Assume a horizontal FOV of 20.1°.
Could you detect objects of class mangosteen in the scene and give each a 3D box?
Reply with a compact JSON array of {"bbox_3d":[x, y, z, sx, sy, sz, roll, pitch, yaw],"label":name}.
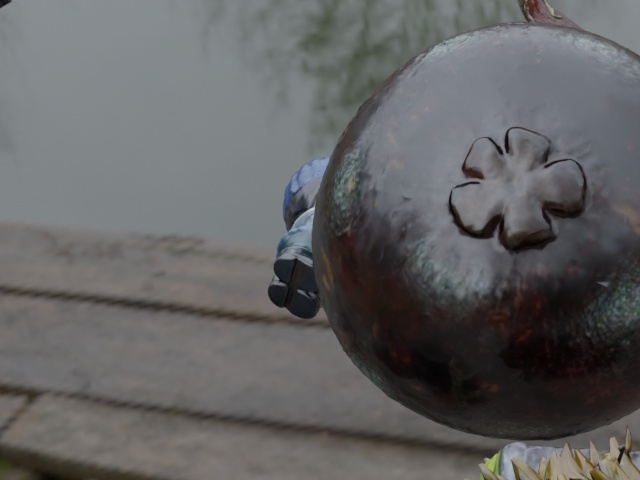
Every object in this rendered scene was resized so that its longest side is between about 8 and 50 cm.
[{"bbox_3d":[0.135,-0.001,1.176,0.288,0.288,0.288,-9,26,5],"label":"mangosteen"}]

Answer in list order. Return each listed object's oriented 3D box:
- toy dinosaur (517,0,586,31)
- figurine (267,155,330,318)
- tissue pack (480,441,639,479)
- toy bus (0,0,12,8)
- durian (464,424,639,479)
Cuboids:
[{"bbox_3d":[0.225,-0.288,1.643,0.113,0.327,0.206,-9,27,1],"label":"toy dinosaur"},{"bbox_3d":[0.000,0.000,1.329,0.087,0.086,0.149,17,35,13],"label":"figurine"},{"bbox_3d":[0.172,0.236,0.985,0.173,0.073,0.235,8,68,-10],"label":"tissue pack"},{"bbox_3d":[-0.388,-0.159,1.243,0.143,0.179,0.305,-17,15,44],"label":"toy bus"},{"bbox_3d":[0.116,0.259,0.568,0.348,0.347,0.384,-22,48,-20],"label":"durian"}]
